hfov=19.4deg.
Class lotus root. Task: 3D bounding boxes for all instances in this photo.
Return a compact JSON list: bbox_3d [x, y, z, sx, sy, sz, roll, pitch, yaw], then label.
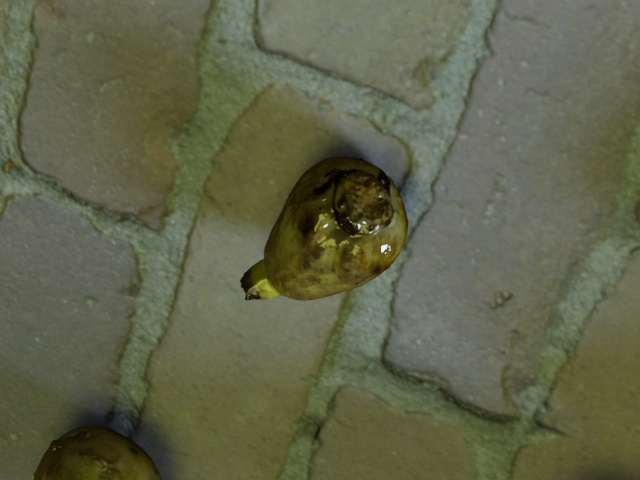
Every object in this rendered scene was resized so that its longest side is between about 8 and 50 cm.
[{"bbox_3d":[0.000,0.000,1.613,0.191,0.094,0.108,-39,78,49],"label":"lotus root"}]

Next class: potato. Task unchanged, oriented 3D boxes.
[{"bbox_3d":[-0.229,0.259,1.899,0.137,0.137,0.176,39,153,-4],"label":"potato"}]
